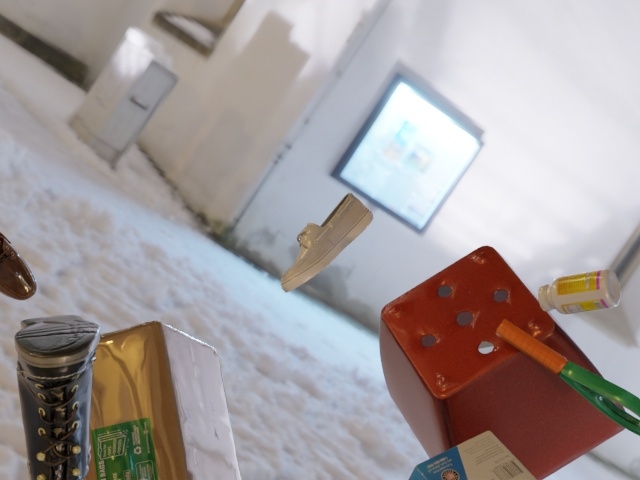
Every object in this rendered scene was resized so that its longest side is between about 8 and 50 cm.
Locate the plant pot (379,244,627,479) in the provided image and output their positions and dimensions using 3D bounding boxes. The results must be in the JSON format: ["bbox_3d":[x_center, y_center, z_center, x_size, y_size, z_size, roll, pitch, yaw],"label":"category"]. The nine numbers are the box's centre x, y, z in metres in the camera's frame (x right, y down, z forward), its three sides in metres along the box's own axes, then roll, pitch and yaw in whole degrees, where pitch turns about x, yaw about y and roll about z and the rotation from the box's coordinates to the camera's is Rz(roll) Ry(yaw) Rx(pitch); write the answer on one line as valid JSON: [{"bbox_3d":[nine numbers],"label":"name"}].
[{"bbox_3d":[0.228,0.169,1.483,0.267,0.267,0.236,57,-3,44],"label":"plant pot"}]

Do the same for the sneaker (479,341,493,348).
[{"bbox_3d":[0.228,0.098,1.754,0.255,0.094,0.151,-1,55,-28],"label":"sneaker"}]

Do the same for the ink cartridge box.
[{"bbox_3d":[0.212,0.337,1.211,0.134,0.078,0.231,-15,49,-39],"label":"ink cartridge box"}]

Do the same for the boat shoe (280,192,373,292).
[{"bbox_3d":[0.000,0.000,1.562,0.063,0.184,0.066,50,-18,-7],"label":"boat shoe"}]

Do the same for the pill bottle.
[{"bbox_3d":[0.285,0.058,1.193,0.083,0.043,0.043,-12,-26,35],"label":"pill bottle"}]

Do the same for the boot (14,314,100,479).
[{"bbox_3d":[-0.272,0.175,1.127,0.085,0.179,0.236,-4,4,-17],"label":"boot"}]

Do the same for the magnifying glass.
[{"bbox_3d":[0.314,0.169,1.304,0.231,0.026,0.092,36,-12,14],"label":"magnifying glass"}]

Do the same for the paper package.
[{"bbox_3d":[-0.254,0.314,1.700,0.309,0.168,0.325,48,28,-70],"label":"paper package"}]

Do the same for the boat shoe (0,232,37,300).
[{"bbox_3d":[-0.496,0.022,1.632,0.178,0.064,0.060,54,-17,-16],"label":"boat shoe"}]
